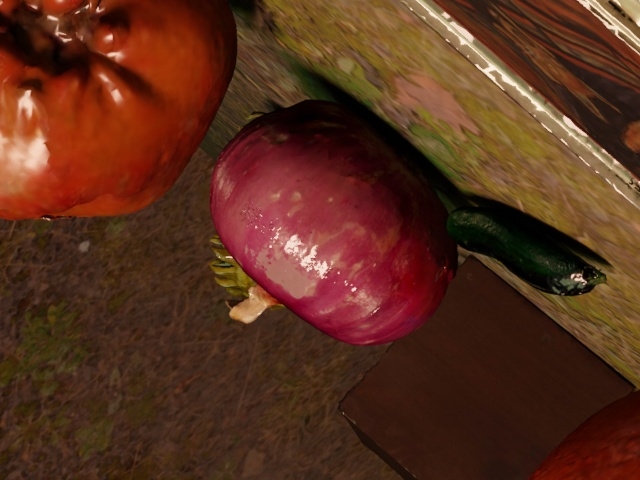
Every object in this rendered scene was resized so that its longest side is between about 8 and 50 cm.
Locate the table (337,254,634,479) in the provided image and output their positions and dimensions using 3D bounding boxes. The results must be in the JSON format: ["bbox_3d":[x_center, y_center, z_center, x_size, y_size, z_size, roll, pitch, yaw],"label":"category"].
[{"bbox_3d":[0.141,0.145,1.441,0.169,0.172,0.193,40,173,17],"label":"table"}]

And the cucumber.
[{"bbox_3d":[0.114,0.002,1.025,0.036,0.033,0.184,64,171,-18],"label":"cucumber"}]

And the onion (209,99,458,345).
[{"bbox_3d":[0.007,-0.008,1.144,0.177,0.153,0.177,37,162,14],"label":"onion"}]

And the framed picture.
[{"bbox_3d":[0.096,-0.053,0.605,0.273,0.016,0.216,41,177,-4],"label":"framed picture"}]

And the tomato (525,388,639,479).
[{"bbox_3d":[0.147,0.209,0.690,0.143,0.338,0.338,10,-160,-43],"label":"tomato"}]

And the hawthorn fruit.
[{"bbox_3d":[-0.158,-0.127,1.095,0.211,0.211,0.299,41,-171,-13],"label":"hawthorn fruit"}]

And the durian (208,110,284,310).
[{"bbox_3d":[0.028,-0.014,1.561,0.198,0.163,0.394,-6,158,26],"label":"durian"}]
